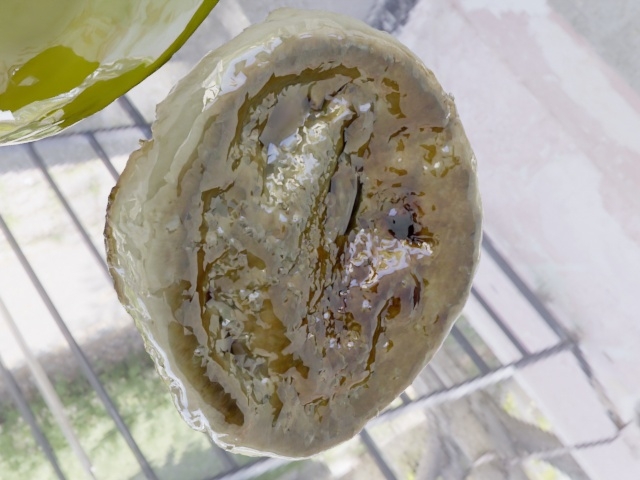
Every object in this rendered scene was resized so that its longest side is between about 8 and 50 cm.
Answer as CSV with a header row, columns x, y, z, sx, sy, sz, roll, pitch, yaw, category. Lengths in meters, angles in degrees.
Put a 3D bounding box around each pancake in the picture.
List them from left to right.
x,y,z,sx,sy,sz,roll,pitch,yaw,category
-0.001,0.000,0.808,0.356,0.065,0.356,-11,108,-39,pancake

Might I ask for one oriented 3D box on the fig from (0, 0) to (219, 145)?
x,y,z,sx,sy,sz,roll,pitch,yaw,category
-0.149,-0.205,0.374,0.343,0.343,0.343,-30,154,-16,fig
